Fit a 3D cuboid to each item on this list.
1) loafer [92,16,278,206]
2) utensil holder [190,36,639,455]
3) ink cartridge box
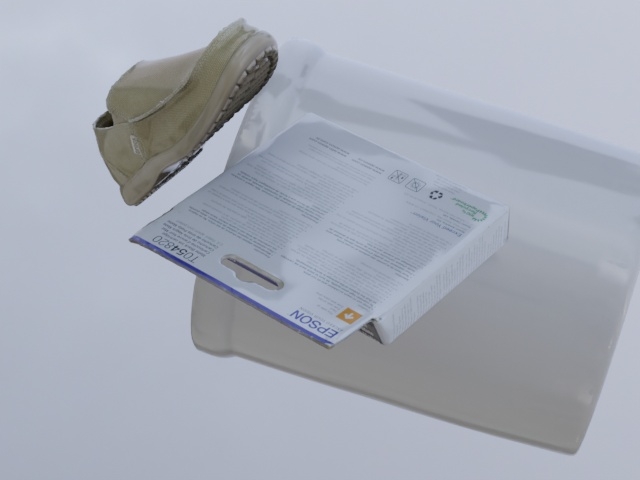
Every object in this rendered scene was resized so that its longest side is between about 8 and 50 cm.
[{"bbox_3d":[-0.127,-0.115,1.574,0.092,0.102,0.268,46,-37,-3],"label":"loafer"},{"bbox_3d":[0.108,0.007,1.824,0.385,0.327,0.327,16,-26,7],"label":"utensil holder"},{"bbox_3d":[0.000,0.000,1.508,0.223,0.224,0.045,28,-42,33],"label":"ink cartridge box"}]
